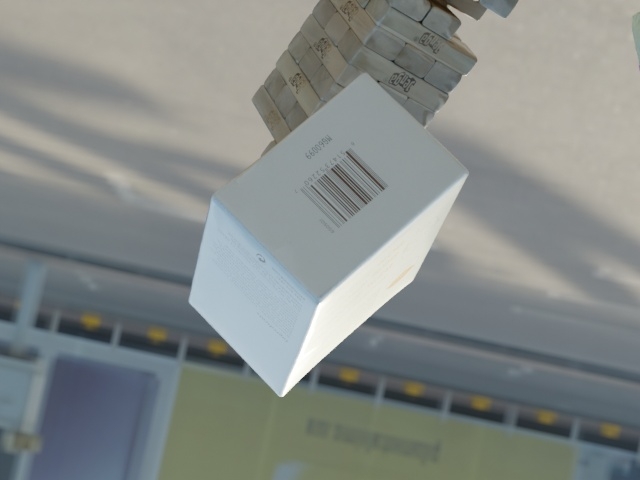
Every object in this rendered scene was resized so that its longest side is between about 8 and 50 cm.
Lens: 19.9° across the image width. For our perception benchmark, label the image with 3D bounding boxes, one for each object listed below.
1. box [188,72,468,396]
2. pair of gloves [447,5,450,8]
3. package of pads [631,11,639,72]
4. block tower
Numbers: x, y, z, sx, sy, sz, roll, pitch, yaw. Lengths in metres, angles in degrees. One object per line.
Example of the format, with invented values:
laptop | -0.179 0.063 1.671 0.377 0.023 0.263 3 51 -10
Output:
box | 0.000 0.000 1.124 0.091 0.130 0.170 45 157 10
pair of gloves | 0.032 -0.290 1.498 0.240 0.204 0.042 31 -153 9
package of pads | 0.342 -0.018 1.325 0.101 0.297 0.229 -27 -144 -14
block tower | 0.077 -0.182 1.316 0.091 0.335 0.097 26 -161 -31
